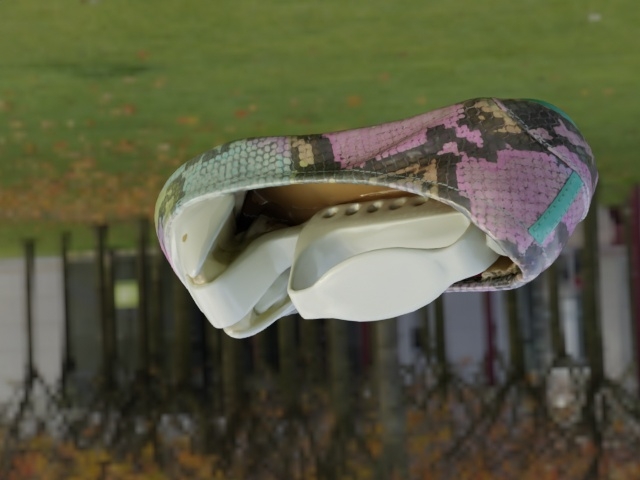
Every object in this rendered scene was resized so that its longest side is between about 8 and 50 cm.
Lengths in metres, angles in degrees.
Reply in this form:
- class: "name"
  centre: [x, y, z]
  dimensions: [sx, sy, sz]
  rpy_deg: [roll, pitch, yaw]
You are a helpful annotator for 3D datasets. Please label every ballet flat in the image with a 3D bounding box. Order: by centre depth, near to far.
- class: "ballet flat"
  centre: [0.000, 0.000, 0.631]
  dimensions: [0.221, 0.077, 0.079]
  rpy_deg: [-10, -146, 43]
